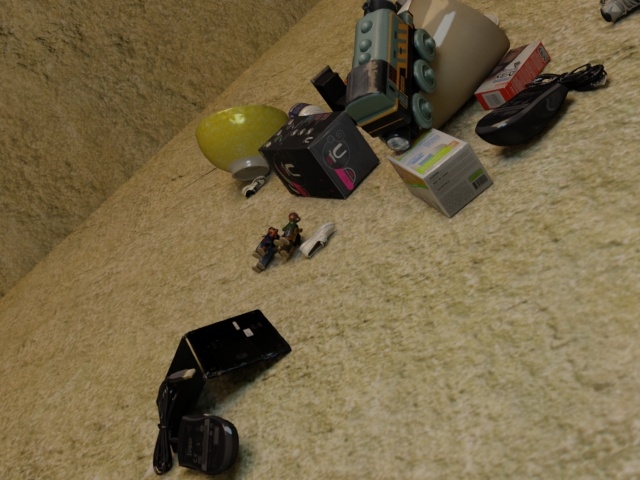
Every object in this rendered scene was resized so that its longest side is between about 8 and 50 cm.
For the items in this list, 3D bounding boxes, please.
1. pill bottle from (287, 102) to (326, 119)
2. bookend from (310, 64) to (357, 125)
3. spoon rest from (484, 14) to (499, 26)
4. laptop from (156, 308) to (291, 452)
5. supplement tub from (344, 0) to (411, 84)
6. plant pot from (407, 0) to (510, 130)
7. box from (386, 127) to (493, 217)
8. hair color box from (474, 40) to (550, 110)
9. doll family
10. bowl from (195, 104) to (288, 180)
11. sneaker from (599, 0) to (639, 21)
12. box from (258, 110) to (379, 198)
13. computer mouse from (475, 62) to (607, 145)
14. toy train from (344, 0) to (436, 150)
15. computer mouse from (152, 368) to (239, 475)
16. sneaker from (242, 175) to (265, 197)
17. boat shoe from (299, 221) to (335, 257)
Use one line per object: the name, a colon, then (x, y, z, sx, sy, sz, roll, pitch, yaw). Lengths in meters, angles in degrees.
pill bottle: (-0.034, -0.364, 2.313, 0.094, 0.094, 0.169, -42, 24, -7)
bookend: (0.067, -0.413, 2.181, 0.072, 0.157, 0.156, -42, 23, -7)
spoon rest: (0.388, -0.571, 2.095, 0.137, 0.084, 0.276, -40, 23, -3)
laptop: (-0.202, 0.270, 1.534, 0.264, 0.137, 0.234, -17, 20, -16)
supplement tub: (0.217, -0.497, 2.022, 0.316, 0.193, 0.193, -50, 21, 15)
plant pot: (0.263, -0.387, 1.789, 0.274, 0.256, 0.256, -62, 26, 0)
box: (0.233, -0.142, 1.532, 0.114, 0.103, 0.203, -39, 24, -1)
hair color box: (0.430, -0.368, 1.715, 0.167, 0.053, 0.093, -49, 25, -25)
doll family: (-0.099, 0.001, 1.791, 0.193, 0.076, 0.111, -23, 33, 39)
bowl: (-0.223, -0.272, 2.304, 0.289, 0.289, 0.156, -22, 72, 33)
sneaker: (0.662, -0.505, 1.610, 0.132, 0.086, 0.229, -39, 13, 12)
box: (-0.009, -0.213, 1.923, 0.143, 0.165, 0.270, -47, 25, -19)
computer mouse: (0.424, -0.254, 1.514, 0.272, 0.072, 0.188, -34, 19, -21)
toy train: (0.144, -0.351, 1.589, 0.142, 0.190, 0.334, -17, 55, 36)
computer mouse: (-0.208, 0.315, 1.341, 0.262, 0.060, 0.184, -20, 65, 48)
sneaker: (-0.192, -0.155, 2.257, 0.083, 0.032, 0.037, -38, 37, 14)
boat shoe: (0.000, 0.000, 1.706, 0.100, 0.035, 0.035, -40, 51, -12)
